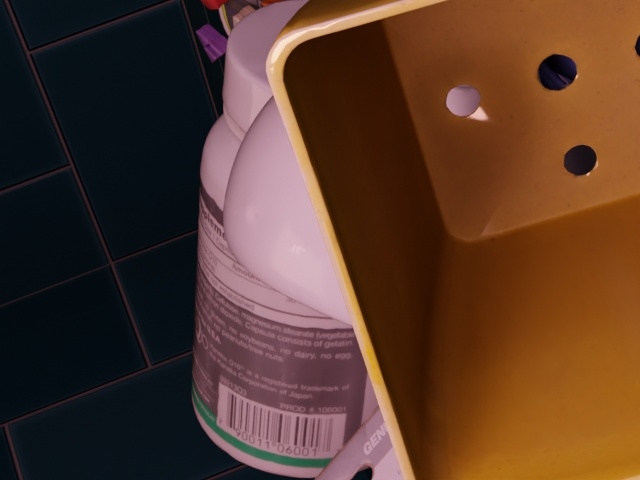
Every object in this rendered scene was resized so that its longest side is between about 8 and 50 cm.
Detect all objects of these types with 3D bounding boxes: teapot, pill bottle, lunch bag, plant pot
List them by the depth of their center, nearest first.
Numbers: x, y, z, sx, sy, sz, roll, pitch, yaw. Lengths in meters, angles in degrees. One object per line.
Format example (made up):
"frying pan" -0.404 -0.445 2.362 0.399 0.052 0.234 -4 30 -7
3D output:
"plant pot" 0.108 -0.040 0.717 0.187 0.212 0.212 -94 -14 -67
"lunch bag" 0.140 -0.085 0.854 0.098 0.065 0.067 -119 10 -58
"teapot" 0.075 -0.050 1.027 0.256 0.252 0.187 30 105 50
"pill bottle" 0.000 0.000 1.447 0.204 0.204 0.361 -118 27 -50

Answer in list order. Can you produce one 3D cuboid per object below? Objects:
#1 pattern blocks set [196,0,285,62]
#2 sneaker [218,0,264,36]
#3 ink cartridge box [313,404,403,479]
"pattern blocks set" -0.023 -0.145 1.764 0.325 0.026 0.285 37 159 34
"sneaker" -0.051 -0.272 1.783 0.121 0.111 0.300 54 166 54
"ink cartridge box" 0.100 0.245 1.097 0.130 0.309 0.272 16 -148 -42
